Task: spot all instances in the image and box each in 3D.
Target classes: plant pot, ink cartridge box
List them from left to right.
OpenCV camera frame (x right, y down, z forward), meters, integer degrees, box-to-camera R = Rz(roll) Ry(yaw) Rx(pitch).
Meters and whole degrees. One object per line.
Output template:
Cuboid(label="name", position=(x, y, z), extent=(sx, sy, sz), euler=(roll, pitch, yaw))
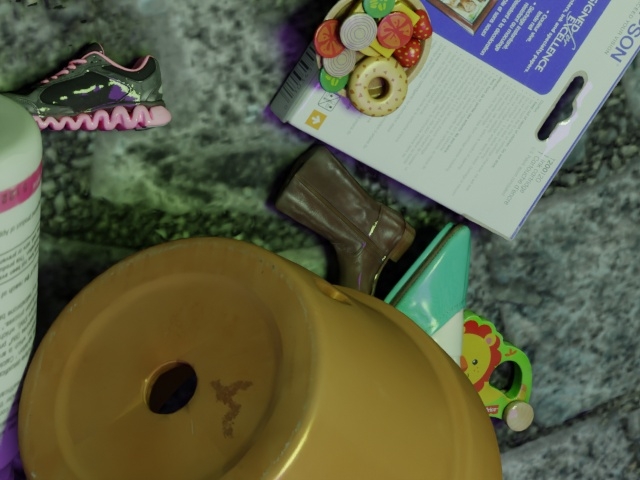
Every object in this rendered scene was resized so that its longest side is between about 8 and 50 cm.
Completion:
Cuboid(label="plant pot", position=(-0.054, 0.129, 1.097), extent=(0.291, 0.291, 0.203), euler=(-38, 142, -1))
Cuboid(label="ink cartridge box", position=(0.104, -0.127, 1.208), extent=(0.208, 0.045, 0.206), euler=(27, 103, -30))

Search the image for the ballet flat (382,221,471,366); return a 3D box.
Cuboid(label="ballet flat", position=(0.049, 0.102, 1.275), extent=(0.087, 0.083, 0.247), euler=(42, 100, 10))

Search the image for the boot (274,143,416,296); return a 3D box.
Cuboid(label="boot", position=(0.000, 0.000, 1.234), extent=(0.114, 0.037, 0.106), euler=(38, 85, -36))

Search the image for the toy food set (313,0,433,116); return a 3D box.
Cuboid(label="toy food set", position=(0.034, -0.126, 1.142), extent=(0.082, 0.020, 0.083), euler=(32, 102, -31))

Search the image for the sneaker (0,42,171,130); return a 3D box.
Cuboid(label="sneaker", position=(-0.154, -0.097, 1.119), extent=(0.119, 0.047, 0.057), euler=(-3, 95, -23))

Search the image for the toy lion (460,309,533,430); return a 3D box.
Cuboid(label="toy lion", position=(0.116, 0.099, 1.344), extent=(0.100, 0.034, 0.096), euler=(-3, 109, -23))

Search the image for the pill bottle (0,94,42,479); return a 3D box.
Cuboid(label="pill bottle", position=(-0.254, 0.056, 1.076), extent=(0.160, 0.160, 0.283), euler=(-5, 118, -22))
